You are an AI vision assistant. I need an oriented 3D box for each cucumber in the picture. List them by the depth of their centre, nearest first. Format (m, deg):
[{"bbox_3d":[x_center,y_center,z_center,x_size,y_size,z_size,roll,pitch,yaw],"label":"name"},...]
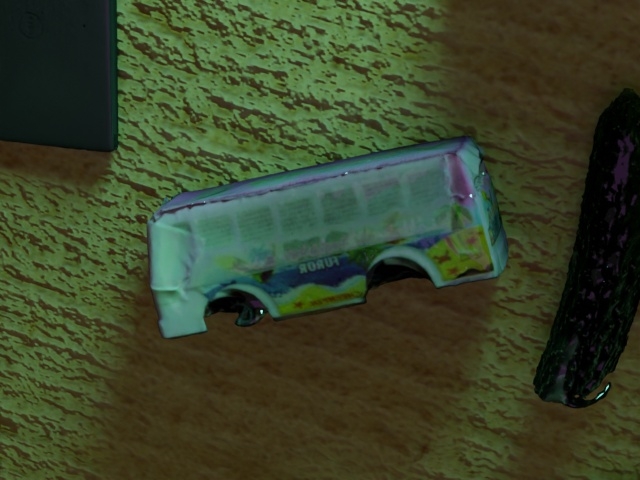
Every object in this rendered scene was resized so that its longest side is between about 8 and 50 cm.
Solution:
[{"bbox_3d":[0.215,0.008,0.942,0.067,0.067,0.245,14,114,6],"label":"cucumber"}]

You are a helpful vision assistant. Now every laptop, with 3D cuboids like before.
[{"bbox_3d":[-0.221,-0.167,0.983,0.135,0.016,0.197,8,113,10],"label":"laptop"}]

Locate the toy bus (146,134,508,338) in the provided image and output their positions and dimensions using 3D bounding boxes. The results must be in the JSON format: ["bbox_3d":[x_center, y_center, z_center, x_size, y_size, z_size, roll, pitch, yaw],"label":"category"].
[{"bbox_3d":[0.000,0.000,0.968,0.273,0.090,0.112,-11,104,16],"label":"toy bus"}]
